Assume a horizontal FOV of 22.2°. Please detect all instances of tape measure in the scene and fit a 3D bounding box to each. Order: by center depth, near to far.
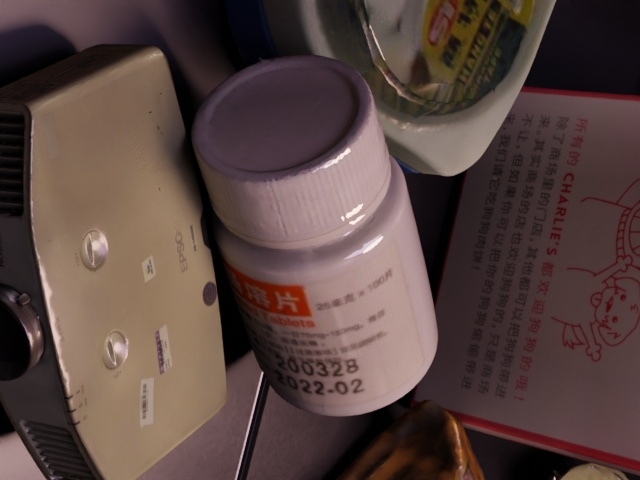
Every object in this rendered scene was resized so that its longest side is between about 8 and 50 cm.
[{"bbox_3d":[0.061,-0.201,1.218,0.262,0.138,0.259,30,76,-44],"label":"tape measure"}]

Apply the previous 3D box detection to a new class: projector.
[{"bbox_3d":[-0.155,0.024,1.058,0.193,0.088,0.269,-36,124,-52],"label":"projector"}]

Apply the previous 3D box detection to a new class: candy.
[{"bbox_3d":[0.029,0.249,1.313,0.271,0.101,0.143,-41,131,-24],"label":"candy"}]

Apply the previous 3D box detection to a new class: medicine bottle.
[{"bbox_3d":[0.000,0.000,1.158,0.144,0.144,0.252,-46,144,-29],"label":"medicine bottle"}]

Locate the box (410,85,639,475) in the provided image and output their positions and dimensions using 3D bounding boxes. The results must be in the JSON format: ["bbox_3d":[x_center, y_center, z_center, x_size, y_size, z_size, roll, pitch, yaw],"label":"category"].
[{"bbox_3d":[0.304,0.049,1.391,0.300,0.312,0.314,15,87,-44],"label":"box"}]

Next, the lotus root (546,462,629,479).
[{"bbox_3d":[0.220,0.305,1.525,0.183,0.078,0.203,-9,98,-41],"label":"lotus root"}]
